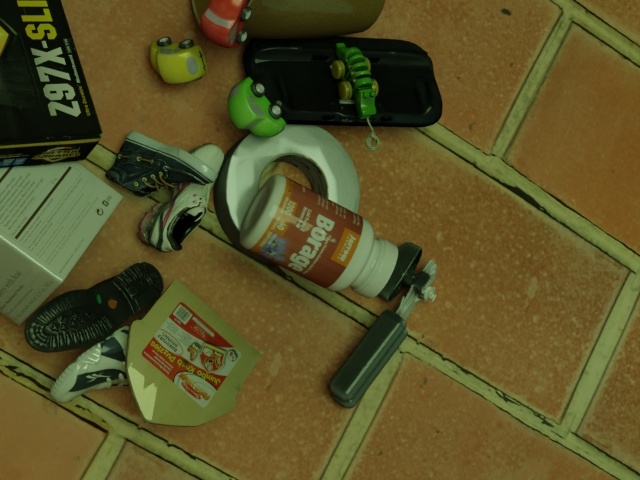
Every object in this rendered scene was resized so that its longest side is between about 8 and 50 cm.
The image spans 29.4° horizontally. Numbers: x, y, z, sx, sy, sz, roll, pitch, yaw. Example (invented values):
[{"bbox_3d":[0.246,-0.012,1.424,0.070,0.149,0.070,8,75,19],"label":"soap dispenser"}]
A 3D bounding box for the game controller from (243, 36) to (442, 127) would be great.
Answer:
[{"bbox_3d":[0.039,-0.251,1.926,0.319,0.067,0.166,-1,65,-20],"label":"game controller"}]

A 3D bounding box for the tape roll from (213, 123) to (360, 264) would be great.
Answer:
[{"bbox_3d":[-0.052,-0.073,1.890,0.219,0.072,0.219,2,83,-20],"label":"tape roll"}]

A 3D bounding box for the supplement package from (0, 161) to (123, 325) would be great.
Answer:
[{"bbox_3d":[-0.457,-0.057,1.662,0.293,0.177,0.175,38,52,-12],"label":"supplement package"}]

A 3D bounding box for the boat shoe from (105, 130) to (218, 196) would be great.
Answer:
[{"bbox_3d":[-0.233,-0.095,1.788,0.083,0.183,0.065,-61,143,-10],"label":"boat shoe"}]

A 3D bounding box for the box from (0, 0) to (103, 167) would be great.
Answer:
[{"bbox_3d":[-0.454,-0.248,1.597,0.257,0.079,0.322,-7,70,-36],"label":"box"}]

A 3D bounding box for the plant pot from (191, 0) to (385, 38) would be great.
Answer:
[{"bbox_3d":[-0.031,-0.403,1.865,0.254,0.237,0.237,10,81,-32],"label":"plant pot"}]

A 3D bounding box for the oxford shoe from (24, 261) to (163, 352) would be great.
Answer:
[{"bbox_3d":[-0.331,0.108,1.737,0.227,0.096,0.082,-24,88,-44],"label":"oxford shoe"}]

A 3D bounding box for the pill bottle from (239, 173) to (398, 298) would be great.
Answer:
[{"bbox_3d":[0.000,0.000,1.797,0.216,0.121,0.121,27,76,-15],"label":"pill bottle"}]

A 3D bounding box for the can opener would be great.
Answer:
[{"bbox_3d":[0.097,0.136,1.933,0.093,0.074,0.280,27,71,20],"label":"can opener"}]

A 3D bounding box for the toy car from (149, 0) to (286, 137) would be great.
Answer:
[{"bbox_3d":[-0.139,-0.236,1.790,0.225,0.239,0.053,51,49,-11],"label":"toy car"}]

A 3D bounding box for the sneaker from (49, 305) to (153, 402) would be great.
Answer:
[{"bbox_3d":[-0.261,0.200,1.773,0.235,0.094,0.153,-35,88,-30],"label":"sneaker"}]

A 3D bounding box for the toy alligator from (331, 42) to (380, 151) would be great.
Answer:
[{"bbox_3d":[0.063,-0.229,1.854,0.056,0.051,0.189,-9,68,-23],"label":"toy alligator"}]

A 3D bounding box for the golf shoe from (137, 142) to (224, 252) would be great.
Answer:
[{"bbox_3d":[-0.190,-0.060,1.825,0.186,0.086,0.067,-59,139,-13],"label":"golf shoe"}]

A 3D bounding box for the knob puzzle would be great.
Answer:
[{"bbox_3d":[-0.200,0.182,1.736,0.213,0.030,0.213,11,68,-28],"label":"knob puzzle"}]
